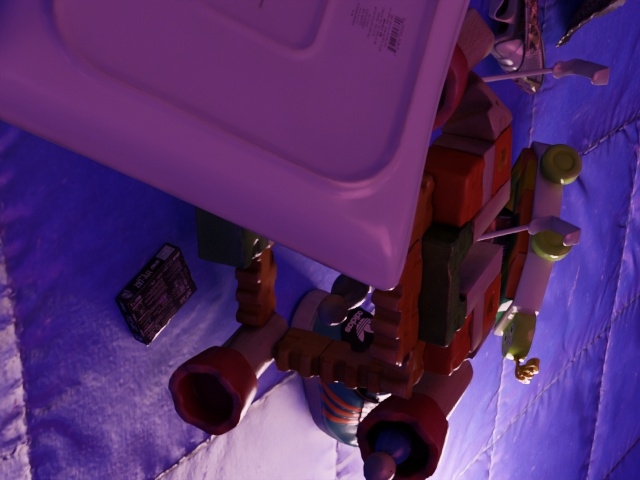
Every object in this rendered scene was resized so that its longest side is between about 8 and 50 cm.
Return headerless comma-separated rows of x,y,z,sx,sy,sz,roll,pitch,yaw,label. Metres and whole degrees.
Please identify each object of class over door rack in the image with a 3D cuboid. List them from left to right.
0.177,-0.102,1.504,0.324,0.108,0.239,-6,116,-21,over door rack

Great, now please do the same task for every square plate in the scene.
-0.045,-0.182,0.880,0.344,0.049,0.347,24,64,-17,square plate

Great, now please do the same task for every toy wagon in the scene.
0.290,0.032,1.733,0.267,0.068,0.344,105,-3,-64,toy wagon

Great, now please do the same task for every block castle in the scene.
0.000,0.000,1.151,0.213,0.303,0.453,-45,141,-54,block castle

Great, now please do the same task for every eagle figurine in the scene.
0.474,-0.407,1.842,0.298,0.225,0.226,0,65,-28,eagle figurine

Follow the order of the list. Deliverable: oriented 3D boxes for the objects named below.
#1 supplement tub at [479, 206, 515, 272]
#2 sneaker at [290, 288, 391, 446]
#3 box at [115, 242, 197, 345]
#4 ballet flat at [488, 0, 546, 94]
0.200,0.043,1.709,0.106,0.106,0.197,-7,113,-56,supplement tub
0.055,0.185,1.548,0.108,0.121,0.302,-53,146,-25,sneaker
-0.163,0.054,1.225,0.083,0.018,0.067,-51,145,-28,box
0.258,-0.298,1.643,0.079,0.077,0.221,-21,122,-29,ballet flat
